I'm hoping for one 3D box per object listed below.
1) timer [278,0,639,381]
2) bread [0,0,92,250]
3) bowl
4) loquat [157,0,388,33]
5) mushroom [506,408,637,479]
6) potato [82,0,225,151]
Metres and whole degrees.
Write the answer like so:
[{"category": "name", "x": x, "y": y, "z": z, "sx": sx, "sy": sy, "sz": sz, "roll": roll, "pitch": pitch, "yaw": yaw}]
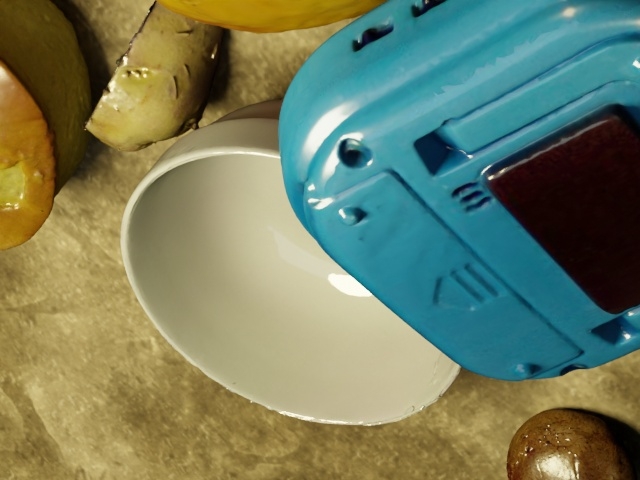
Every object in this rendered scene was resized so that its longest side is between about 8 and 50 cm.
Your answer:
[{"category": "timer", "x": 0.158, "y": -0.045, "z": 1.084, "sx": 0.309, "sy": 0.115, "sz": 0.340, "roll": -28, "pitch": 135, "yaw": 22}, {"category": "bread", "x": -0.319, "y": -0.117, "z": 1.407, "sx": 0.270, "sy": 0.148, "sz": 0.270, "roll": 14, "pitch": 134, "yaw": 15}, {"category": "bowl", "x": 0.000, "y": 0.000, "z": 1.353, "sx": 0.287, "sy": 0.144, "sz": 0.287, "roll": 15, "pitch": 135, "yaw": 16}, {"category": "loquat", "x": -0.008, "y": -0.257, "z": 1.042, "sx": 0.283, "sy": 0.276, "sz": 0.276, "roll": 11, "pitch": 134, "yaw": 14}, {"category": "mushroom", "x": 0.221, "y": 0.206, "z": 1.478, "sx": 0.127, "sy": 0.087, "sz": 0.127, "roll": 12, "pitch": 115, "yaw": 29}, {"category": "potato", "x": -0.118, "y": -0.125, "z": 1.338, "sx": 0.089, "sy": 0.101, "sz": 0.172, "roll": 31, "pitch": 134, "yaw": -9}]
